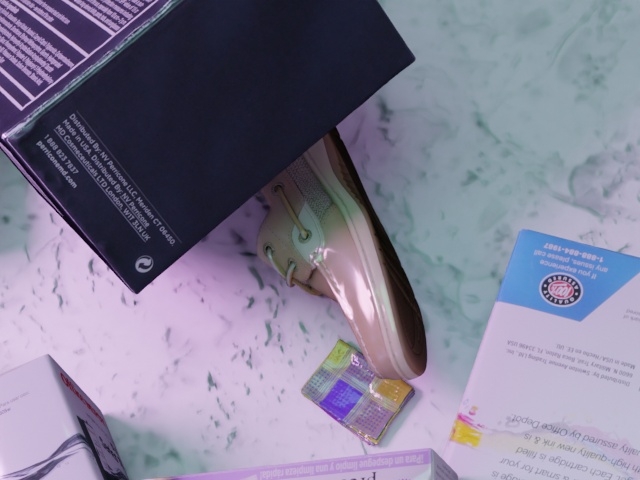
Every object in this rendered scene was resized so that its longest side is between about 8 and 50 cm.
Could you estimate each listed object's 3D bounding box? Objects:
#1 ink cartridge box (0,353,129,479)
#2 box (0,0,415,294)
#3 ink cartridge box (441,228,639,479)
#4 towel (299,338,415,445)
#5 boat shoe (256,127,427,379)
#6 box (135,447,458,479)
[{"bbox_3d":[-0.195,0.212,1.540,0.086,0.153,0.208,-26,65,0],"label":"ink cartridge box"},{"bbox_3d":[-0.128,-0.148,1.595,0.294,0.183,0.296,-41,28,-6],"label":"box"},{"bbox_3d":[0.208,0.169,1.444,0.198,0.197,0.270,15,72,18],"label":"ink cartridge box"},{"bbox_3d":[0.031,0.124,1.607,0.083,0.009,0.060,35,79,23],"label":"towel"},{"bbox_3d":[0.000,0.000,1.618,0.098,0.109,0.302,-27,58,6],"label":"boat shoe"},{"bbox_3d":[-0.065,0.199,1.373,0.324,0.067,0.063,-8,65,17],"label":"box"}]
